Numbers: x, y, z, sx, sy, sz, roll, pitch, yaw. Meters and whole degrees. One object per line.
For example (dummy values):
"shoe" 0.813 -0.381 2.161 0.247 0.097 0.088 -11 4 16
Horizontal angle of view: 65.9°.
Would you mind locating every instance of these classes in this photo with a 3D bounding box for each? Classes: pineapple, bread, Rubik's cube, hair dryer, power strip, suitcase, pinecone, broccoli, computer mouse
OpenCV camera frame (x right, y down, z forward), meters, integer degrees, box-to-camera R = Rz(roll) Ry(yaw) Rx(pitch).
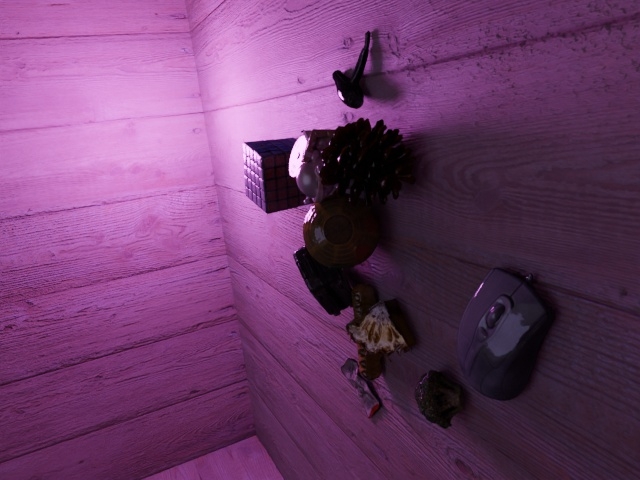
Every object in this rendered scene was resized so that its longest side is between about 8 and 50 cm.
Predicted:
"pineapple" 0.199 0.279 1.583 0.236 0.114 0.186 7 96 33
"bread" 0.165 0.325 1.740 0.077 0.084 0.367 -109 12 -76
"Rubik's cube" -0.158 -0.267 1.954 0.237 0.237 0.238 40 136 55
"hair dryer" 0.105 -0.528 1.487 0.195 0.075 0.219 -113 35 -42
"power strip" -0.043 -0.268 1.637 0.154 0.078 0.154 -36 47 51
"suitcase" 0.023 0.137 1.776 0.202 0.128 0.312 63 -176 31
"pinecone" 0.138 -0.211 1.348 0.264 0.264 0.264 41 138 52
"broccoli" 0.333 0.448 1.392 0.138 0.146 0.162 -8 75 34
"computer mouse" 0.404 0.229 1.139 0.188 0.122 0.370 49 140 45

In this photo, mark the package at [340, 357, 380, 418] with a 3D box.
"package" 0.157 0.572 1.940 0.232 0.040 0.166 54 151 26

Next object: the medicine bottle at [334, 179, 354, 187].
"medicine bottle" 0.060 -0.251 1.639 0.296 0.111 0.161 8 95 62

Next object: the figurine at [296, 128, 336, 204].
"figurine" 0.000 -0.222 1.498 0.162 0.141 0.236 -158 74 -79

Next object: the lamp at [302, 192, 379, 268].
"lamp" 0.066 -0.027 1.597 0.284 0.250 0.250 22 -126 -86
